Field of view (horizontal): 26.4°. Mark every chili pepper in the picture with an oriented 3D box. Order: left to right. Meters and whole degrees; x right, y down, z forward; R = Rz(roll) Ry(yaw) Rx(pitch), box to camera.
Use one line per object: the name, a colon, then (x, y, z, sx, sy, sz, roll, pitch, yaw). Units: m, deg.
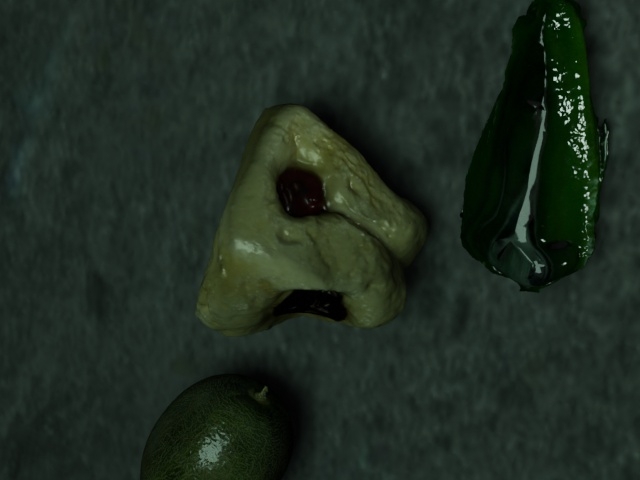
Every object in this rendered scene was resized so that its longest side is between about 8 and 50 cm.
chili pepper: (0.151, -0.072, 0.987, 0.108, 0.062, 0.216, 11, 105, 25)

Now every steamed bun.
steamed bun: (0.000, 0.000, 1.041, 0.155, 0.172, 0.141, 19, 153, -4)

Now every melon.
melon: (-0.085, 0.177, 1.137, 0.114, 0.114, 0.167, 43, 118, 12)
